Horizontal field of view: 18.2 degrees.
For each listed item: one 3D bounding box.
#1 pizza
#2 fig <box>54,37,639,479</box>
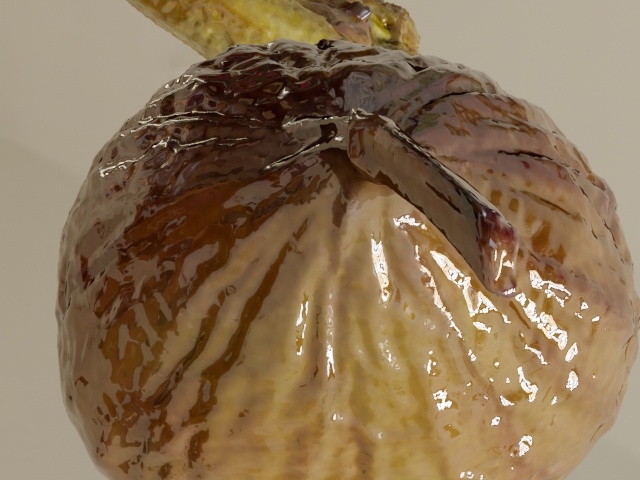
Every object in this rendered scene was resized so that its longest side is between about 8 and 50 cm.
[{"bbox_3d":[-0.013,-0.125,1.255,0.258,0.087,0.268,15,-155,-48],"label":"pizza"},{"bbox_3d":[0.000,0.000,0.454,0.146,0.201,0.133,-18,-107,0],"label":"fig"}]
